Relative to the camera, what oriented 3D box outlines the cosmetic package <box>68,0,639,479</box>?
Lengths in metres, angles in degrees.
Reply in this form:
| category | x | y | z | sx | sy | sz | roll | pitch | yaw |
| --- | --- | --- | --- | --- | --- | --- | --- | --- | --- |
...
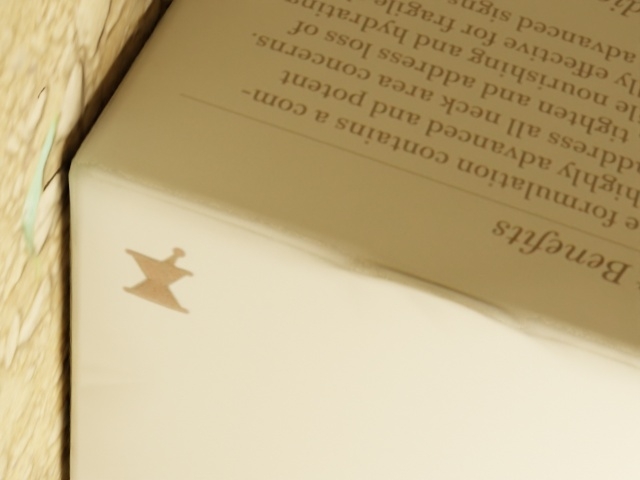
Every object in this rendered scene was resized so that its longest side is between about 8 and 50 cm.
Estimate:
| category | x | y | z | sx | sy | sz | roll | pitch | yaw |
| --- | --- | --- | --- | --- | --- | --- | --- | --- | --- |
| cosmetic package | 0.088 | -0.016 | 0.895 | 0.327 | 0.329 | 0.394 | 102 | 11 | -50 |
